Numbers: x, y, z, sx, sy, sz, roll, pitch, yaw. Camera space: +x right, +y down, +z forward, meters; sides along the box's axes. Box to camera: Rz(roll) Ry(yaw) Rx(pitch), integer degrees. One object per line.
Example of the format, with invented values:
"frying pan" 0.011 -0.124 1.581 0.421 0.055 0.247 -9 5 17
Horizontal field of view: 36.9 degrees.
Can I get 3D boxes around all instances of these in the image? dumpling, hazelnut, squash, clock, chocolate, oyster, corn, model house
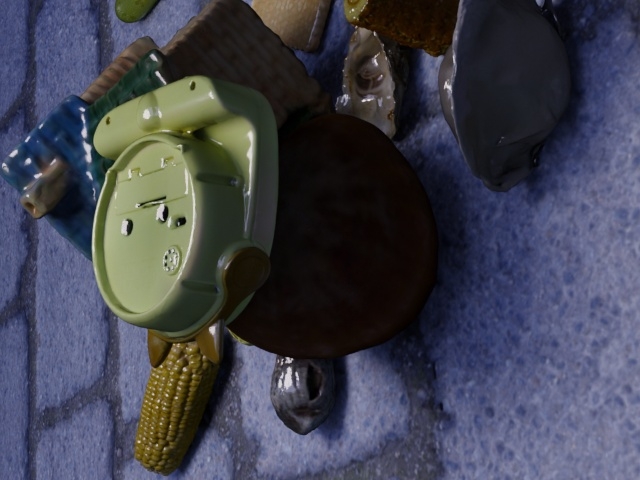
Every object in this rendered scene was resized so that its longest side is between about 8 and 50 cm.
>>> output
"dumpling" 0.215 -0.210 1.247 0.163 0.205 0.293 -167 78 -65
"hazelnut" 0.003 0.003 1.367 0.366 0.366 0.365 -16 69 51
"squash" -0.430 -0.587 2.294 0.188 0.095 0.095 -44 49 45
"clock" -0.181 -0.017 1.212 0.286 0.117 0.348 -12 74 45
"chocolate" -0.026 0.189 1.557 0.110 0.110 0.248 -7 74 52
"oyster" 0.095 -0.277 1.526 0.161 0.107 0.232 9 107 49
"corn" -0.279 0.300 1.851 0.130 0.130 0.347 46 122 48
"model house" -0.256 -0.117 1.584 0.445 0.395 0.400 -29 17 41

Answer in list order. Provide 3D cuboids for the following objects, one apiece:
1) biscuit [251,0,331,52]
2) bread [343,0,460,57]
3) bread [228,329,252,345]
"biscuit" -0.058 -0.442 1.805 0.250 0.030 0.160 26 102 52
"bread" 0.123 -0.354 1.416 0.103 0.172 0.132 -30 51 51
"bread" -0.096 0.130 1.660 0.129 0.114 0.111 -28 67 51
